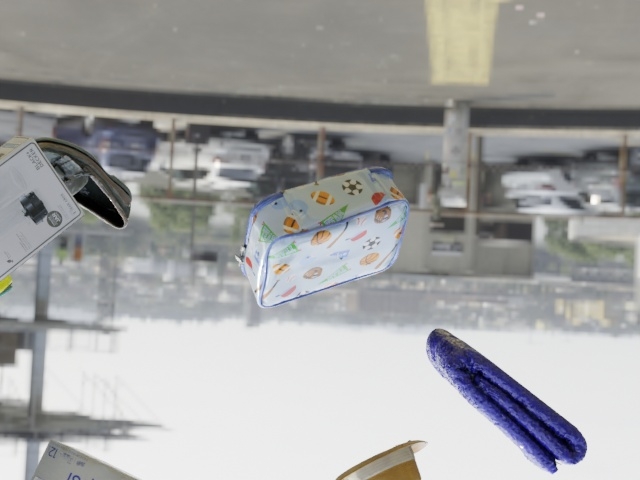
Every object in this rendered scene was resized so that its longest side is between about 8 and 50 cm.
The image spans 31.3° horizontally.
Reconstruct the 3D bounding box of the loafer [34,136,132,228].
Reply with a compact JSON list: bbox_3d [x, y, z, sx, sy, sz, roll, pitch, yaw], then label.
[{"bbox_3d":[-0.470,-0.111,2.265,0.096,0.084,0.267,-30,140,22],"label":"loafer"}]

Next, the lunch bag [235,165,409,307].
[{"bbox_3d":[0.000,0.000,2.018,0.303,0.115,0.243,-15,147,-20],"label":"lunch bag"}]

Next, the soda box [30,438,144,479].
[{"bbox_3d":[-0.337,0.428,1.890,0.286,0.091,0.098,19,167,26],"label":"soda box"}]

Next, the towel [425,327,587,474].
[{"bbox_3d":[0.245,0.223,1.607,0.227,0.076,0.308,37,180,0],"label":"towel"}]

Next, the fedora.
[{"bbox_3d":[0.117,0.427,2.043,0.194,0.079,0.194,-24,162,-8],"label":"fedora"}]

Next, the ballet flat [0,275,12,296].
[{"bbox_3d":[-0.641,0.110,1.999,0.077,0.077,0.231,2,-145,43],"label":"ballet flat"}]

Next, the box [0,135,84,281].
[{"bbox_3d":[-0.558,-0.025,1.887,0.290,0.169,0.087,-43,-151,-23],"label":"box"}]
